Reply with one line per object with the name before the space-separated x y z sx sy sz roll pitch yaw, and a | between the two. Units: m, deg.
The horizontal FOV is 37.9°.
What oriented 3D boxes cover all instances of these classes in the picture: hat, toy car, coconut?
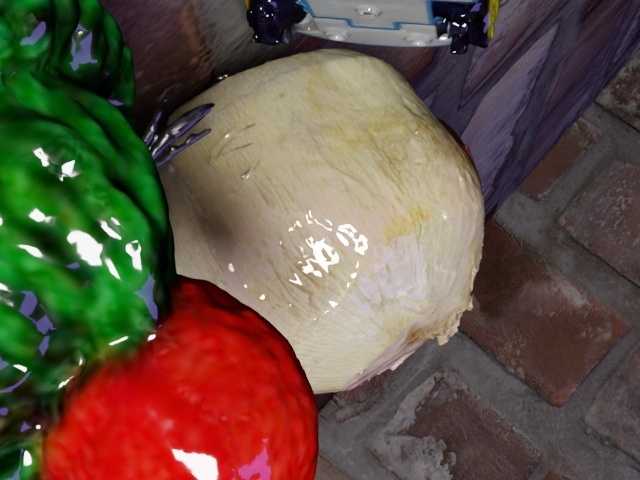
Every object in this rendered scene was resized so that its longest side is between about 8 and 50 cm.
hat | -0.150 0.028 0.379 0.274 0.332 0.242 -54 174 26
toy car | 0.031 -0.234 0.654 0.314 0.198 0.166 30 68 -77
coconut | 0.000 0.000 0.813 0.297 0.255 0.297 -24 166 -7

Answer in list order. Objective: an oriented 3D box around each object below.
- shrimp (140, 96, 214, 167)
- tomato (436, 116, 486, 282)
shrimp | -0.197 0.053 0.641 0.372 0.172 0.137 -37 -162 5
tomato | 0.067 -0.021 1.082 0.265 0.265 0.265 -46 164 -17
